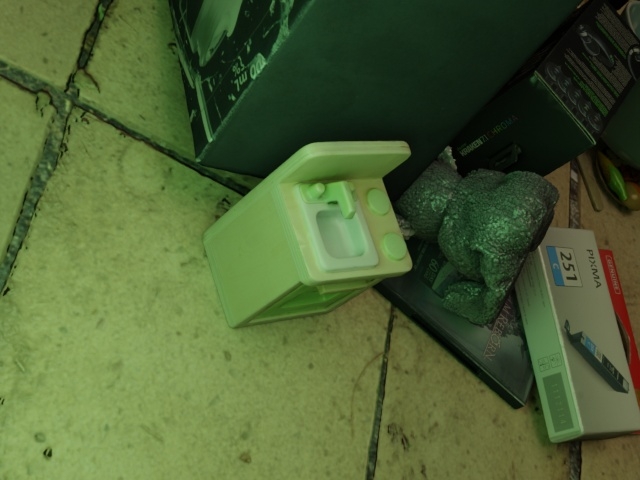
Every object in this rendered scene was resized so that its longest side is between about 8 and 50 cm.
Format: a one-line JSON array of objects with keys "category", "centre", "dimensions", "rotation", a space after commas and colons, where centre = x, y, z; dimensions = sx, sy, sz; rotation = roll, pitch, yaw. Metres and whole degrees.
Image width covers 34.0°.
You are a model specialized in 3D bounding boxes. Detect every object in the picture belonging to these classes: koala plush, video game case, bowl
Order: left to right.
[{"category": "koala plush", "centre": [0.172, -0.038, 1.341], "dimensions": [0.221, 0.203, 0.196], "rotation": [29, 71, 14]}, {"category": "video game case", "centre": [0.204, 0.074, 1.433], "dimensions": [0.274, 0.026, 0.196], "rotation": [40, 48, -12]}, {"category": "bowl", "centre": [0.562, -0.232, 1.756], "dimensions": [0.311, 0.163, 0.311], "rotation": [27, 40, -26]}]

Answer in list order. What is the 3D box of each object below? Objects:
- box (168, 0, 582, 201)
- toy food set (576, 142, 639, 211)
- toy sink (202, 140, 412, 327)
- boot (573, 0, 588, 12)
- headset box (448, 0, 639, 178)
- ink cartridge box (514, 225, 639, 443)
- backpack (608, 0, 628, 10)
[{"category": "box", "centre": [0.048, -0.381, 1.203], "dimensions": [0.297, 0.480, 0.472], "rotation": [8, 51, -32]}, {"category": "toy food set", "centre": [0.516, -0.110, 1.760], "dimensions": [0.192, 0.038, 0.132], "rotation": [-3, 68, -38]}, {"category": "toy sink", "centre": [0.000, 0.000, 1.174], "dimensions": [0.153, 0.234, 0.131], "rotation": [-6, 69, -40]}, {"category": "boot", "centre": [0.454, -0.433, 1.799], "dimensions": [0.207, 0.090, 0.248], "rotation": [13, 80, -62]}, {"category": "headset box", "centre": [0.305, -0.188, 1.501], "dimensions": [0.131, 0.246, 0.283], "rotation": [48, 46, -7]}, {"category": "ink cartridge box", "centre": [0.397, 0.132, 1.495], "dimensions": [0.261, 0.066, 0.296], "rotation": [5, 67, -39]}, {"category": "backpack", "centre": [0.550, -0.526, 1.924], "dimensions": [0.117, 0.173, 0.158], "rotation": [3, 65, -36]}]
